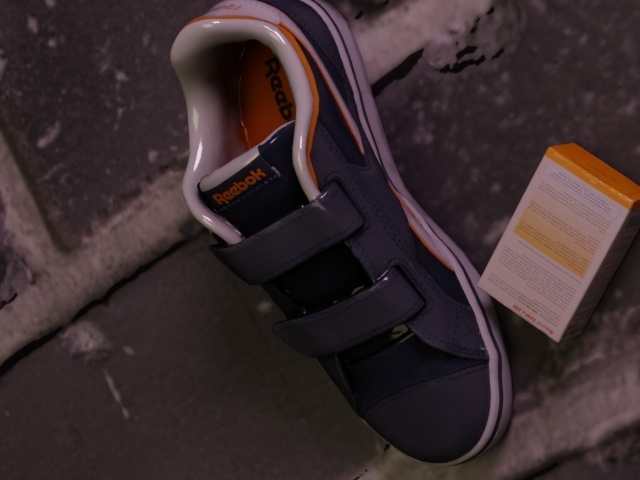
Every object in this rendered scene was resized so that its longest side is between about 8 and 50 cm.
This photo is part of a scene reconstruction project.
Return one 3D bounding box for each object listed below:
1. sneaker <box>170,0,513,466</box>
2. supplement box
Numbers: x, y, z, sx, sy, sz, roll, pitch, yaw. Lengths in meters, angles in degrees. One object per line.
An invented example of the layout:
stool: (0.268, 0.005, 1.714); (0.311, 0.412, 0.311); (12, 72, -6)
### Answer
sneaker: (0.000, 0.000, 0.957); (0.126, 0.127, 0.321); (-31, 81, 32)
supplement box: (0.142, 0.001, 0.910); (0.062, 0.036, 0.098); (37, 116, 25)
